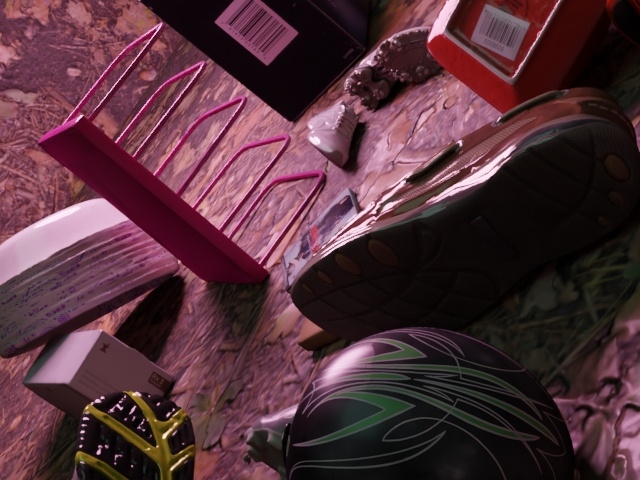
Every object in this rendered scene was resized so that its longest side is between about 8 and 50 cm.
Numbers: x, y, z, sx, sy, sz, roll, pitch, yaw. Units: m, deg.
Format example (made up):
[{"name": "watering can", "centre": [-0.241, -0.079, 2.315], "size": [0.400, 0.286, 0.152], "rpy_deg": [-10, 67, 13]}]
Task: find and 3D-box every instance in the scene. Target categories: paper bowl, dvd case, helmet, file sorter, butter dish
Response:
[{"name": "paper bowl", "centre": [-0.358, 0.044, 1.543], "size": [0.284, 0.148, 0.284], "rpy_deg": [-28, -1, 0]}, {"name": "dvd case", "centre": [0.000, 0.000, 1.216], "size": [0.119, 0.013, 0.087], "rpy_deg": [-47, 21, 15]}, {"name": "helmet", "centre": [0.066, 0.133, 0.665], "size": [0.161, 0.169, 0.169], "rpy_deg": [-54, 11, 50]}, {"name": "file sorter", "centre": [-0.168, -0.104, 1.360], "size": [0.182, 0.290, 0.202], "rpy_deg": [-55, 20, -17]}, {"name": "butter dish", "centre": [0.202, -0.199, 0.981], "size": [0.160, 0.118, 0.160], "rpy_deg": [46, 118, 37]}]

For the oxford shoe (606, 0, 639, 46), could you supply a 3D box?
[{"name": "oxford shoe", "centre": [0.319, -0.212, 0.776], "size": [0.098, 0.097, 0.271], "rpy_deg": [-51, 19, -14]}]

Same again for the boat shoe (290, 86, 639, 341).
[{"name": "boat shoe", "centre": [0.114, -0.016, 0.871], "size": [0.324, 0.123, 0.116], "rpy_deg": [-27, 27, 31]}]

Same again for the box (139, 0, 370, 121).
[{"name": "box", "centre": [-0.085, -0.393, 1.643], "size": [0.182, 0.296, 0.294], "rpy_deg": [-41, 23, 28]}]

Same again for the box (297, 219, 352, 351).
[{"name": "box", "centre": [0.066, 0.011, 1.045], "size": [0.201, 0.021, 0.164], "rpy_deg": [-32, 28, 45]}]

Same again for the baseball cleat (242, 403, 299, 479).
[{"name": "baseball cleat", "centre": [0.021, 0.147, 0.873], "size": [0.205, 0.072, 0.109], "rpy_deg": [-13, 30, 53]}]

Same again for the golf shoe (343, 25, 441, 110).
[{"name": "golf shoe", "centre": [0.099, -0.231, 1.319], "size": [0.176, 0.069, 0.086], "rpy_deg": [-22, 30, 52]}]

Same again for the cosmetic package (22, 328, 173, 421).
[{"name": "cosmetic package", "centre": [-0.294, 0.182, 1.396], "size": [0.086, 0.117, 0.231], "rpy_deg": [-61, 20, -20]}]

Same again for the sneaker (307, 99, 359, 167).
[{"name": "sneaker", "centre": [0.019, -0.140, 1.353], "size": [0.061, 0.053, 0.152], "rpy_deg": [-44, 21, 14]}]

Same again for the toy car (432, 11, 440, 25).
[{"name": "toy car", "centre": [0.166, -0.334, 1.094], "size": [0.219, 0.238, 0.210], "rpy_deg": [-24, 34, 52]}]

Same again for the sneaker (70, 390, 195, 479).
[{"name": "sneaker", "centre": [-0.169, 0.310, 0.943], "size": [0.385, 0.145, 0.147], "rpy_deg": [-90, 12, -55]}]
